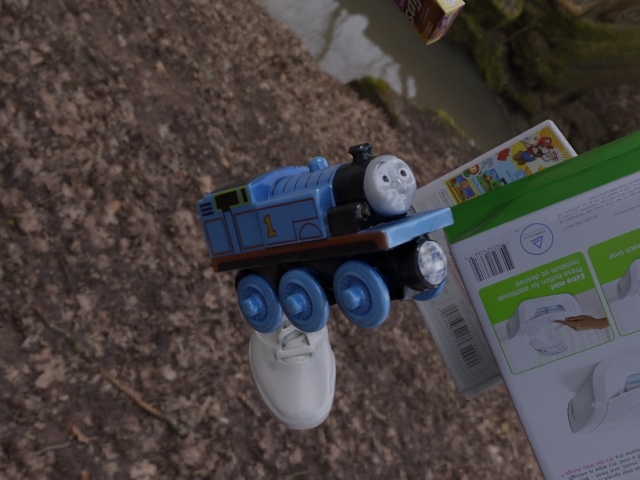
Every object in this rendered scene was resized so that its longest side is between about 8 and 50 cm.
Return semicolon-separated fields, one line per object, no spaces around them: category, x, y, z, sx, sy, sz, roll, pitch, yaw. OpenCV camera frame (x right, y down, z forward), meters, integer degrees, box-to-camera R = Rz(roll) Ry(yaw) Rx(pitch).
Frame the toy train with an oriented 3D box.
toy train;0.000;0.000;0.560;0.080;0.184;0.105;-21;98;-41

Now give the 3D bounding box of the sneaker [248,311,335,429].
sneaker;-0.029;0.062;0.800;0.094;0.080;0.212;100;-15;-65

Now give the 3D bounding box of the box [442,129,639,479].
box;0.256;0.044;0.678;0.127;0.262;0.231;-76;142;-75

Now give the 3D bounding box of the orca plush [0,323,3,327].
orca plush;-0.373;0.001;0.750;0.102;0.151;0.287;-71;172;-51

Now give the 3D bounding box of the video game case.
video game case;0.182;0.011;0.838;0.026;0.206;0.227;53;11;-51

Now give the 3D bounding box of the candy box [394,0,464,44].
candy box;0.177;-0.468;1.614;0.053;0.109;0.186;-31;79;-22
